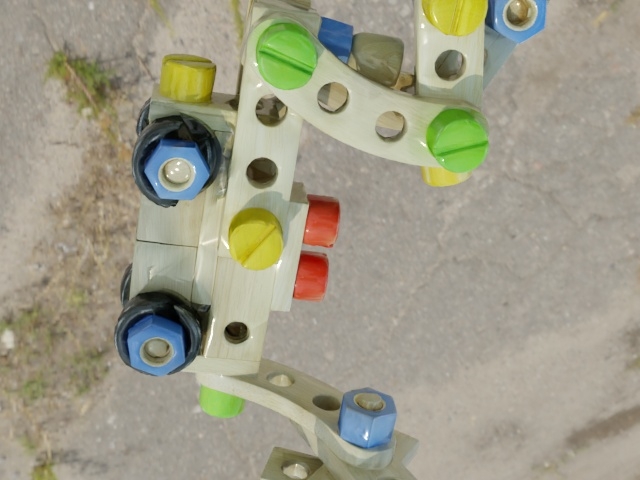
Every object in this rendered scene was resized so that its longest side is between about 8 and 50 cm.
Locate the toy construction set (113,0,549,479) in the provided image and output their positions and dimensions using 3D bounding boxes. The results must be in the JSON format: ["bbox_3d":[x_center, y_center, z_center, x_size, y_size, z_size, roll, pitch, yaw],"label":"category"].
[{"bbox_3d":[0.000,0.000,0.549,0.214,0.151,0.328,6,98,-10],"label":"toy construction set"}]
